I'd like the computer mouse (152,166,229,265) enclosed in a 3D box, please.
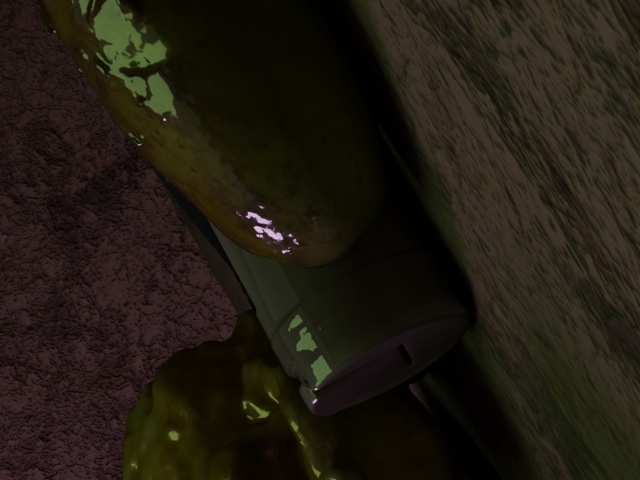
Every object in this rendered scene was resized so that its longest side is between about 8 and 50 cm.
[{"bbox_3d":[-0.015,0.005,1.429,0.269,0.086,0.137,52,170,-18],"label":"computer mouse"}]

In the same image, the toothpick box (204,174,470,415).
[{"bbox_3d":[0.000,0.000,1.171,0.180,0.111,0.111,61,174,18],"label":"toothpick box"}]

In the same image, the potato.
[{"bbox_3d":[-0.069,-0.114,1.081,0.298,0.141,0.176,62,-177,-4],"label":"potato"}]

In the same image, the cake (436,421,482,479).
[{"bbox_3d":[0.034,0.299,1.487,0.319,0.270,0.269,51,167,53],"label":"cake"}]

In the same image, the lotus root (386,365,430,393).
[{"bbox_3d":[0.007,0.014,1.288,0.192,0.088,0.113,54,-174,10],"label":"lotus root"}]

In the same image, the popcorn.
[{"bbox_3d":[-0.021,0.154,1.325,0.253,0.190,0.191,42,122,50],"label":"popcorn"}]
